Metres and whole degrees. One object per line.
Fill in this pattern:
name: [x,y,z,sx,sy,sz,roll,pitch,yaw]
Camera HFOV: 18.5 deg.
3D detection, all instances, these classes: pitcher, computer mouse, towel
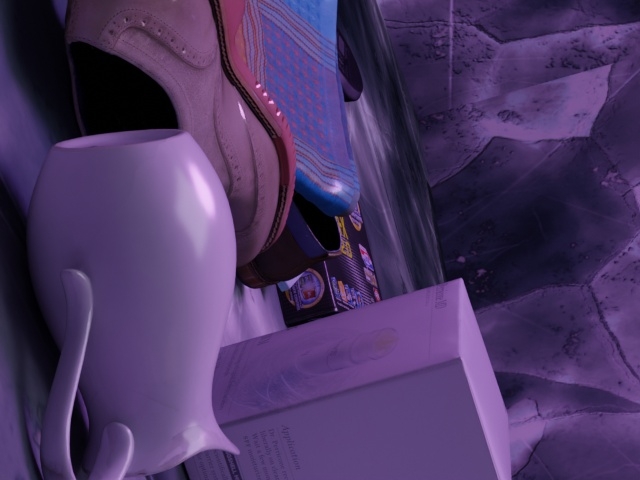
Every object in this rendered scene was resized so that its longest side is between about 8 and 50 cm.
pitcher: [-0.120,0.045,1.168,0.178,0.125,0.207,-26,113,-66]
computer mouse: [-0.038,-0.280,2.500,0.272,0.072,0.188,56,18,-28]
towel: [-0.077,-0.205,1.695,0.370,0.040,0.271,41,37,-49]

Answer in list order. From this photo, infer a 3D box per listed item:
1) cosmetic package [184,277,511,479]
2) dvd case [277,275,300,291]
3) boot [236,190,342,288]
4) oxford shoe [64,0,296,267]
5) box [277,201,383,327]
cosmetic package: [0.025,0.146,1.536,0.224,0.224,0.138,-75,149,-76]
dvd case: [-0.032,-0.012,1.982,0.087,0.013,0.119,60,33,-12]
boot: [-0.045,-0.070,1.813,0.082,0.106,0.219,-21,97,-50]
oxford shoe: [-0.119,-0.082,1.463,0.397,0.140,0.146,72,38,-53]
box: [0.000,0.000,2.172,0.270,0.060,0.216,34,42,-72]
